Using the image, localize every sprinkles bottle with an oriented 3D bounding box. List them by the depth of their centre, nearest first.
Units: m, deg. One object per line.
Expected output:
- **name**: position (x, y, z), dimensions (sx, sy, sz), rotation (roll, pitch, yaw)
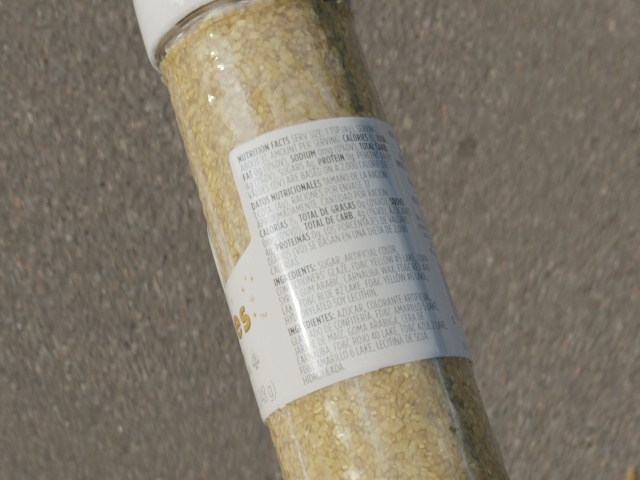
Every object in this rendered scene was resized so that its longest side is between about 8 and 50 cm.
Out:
- **sprinkles bottle**: position (0.000, 0.000, 0.817), dimensions (0.121, 0.121, 0.355), rotation (-15, 73, -8)
